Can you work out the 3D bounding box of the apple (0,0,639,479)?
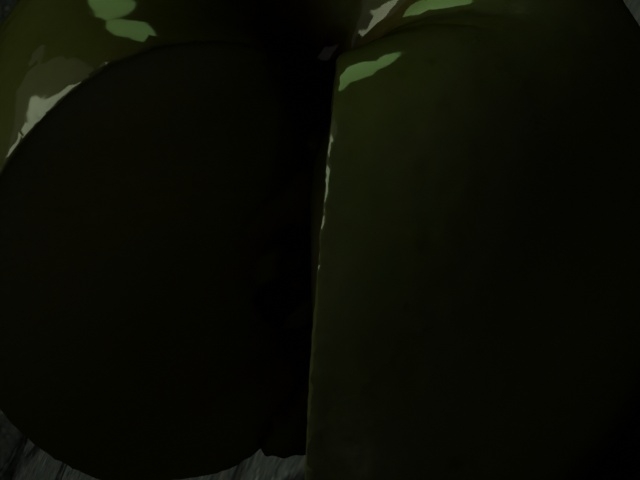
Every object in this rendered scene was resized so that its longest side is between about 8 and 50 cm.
[{"bbox_3d":[0.000,0.000,0.731,0.254,0.292,0.292,88,-169,-46],"label":"apple"}]
